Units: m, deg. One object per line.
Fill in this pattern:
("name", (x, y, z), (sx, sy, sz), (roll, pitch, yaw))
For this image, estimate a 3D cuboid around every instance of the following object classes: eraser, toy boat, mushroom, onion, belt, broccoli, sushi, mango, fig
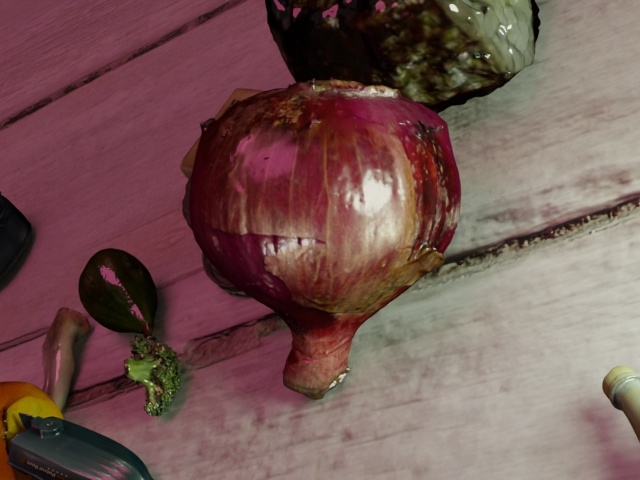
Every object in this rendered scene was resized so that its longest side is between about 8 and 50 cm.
("eraser", (-0.139, -0.160, 1.959), (0.117, 0.058, 0.172), (17, 68, 53))
("toy boat", (-0.304, 0.304, 1.616), (0.246, 0.103, 0.093), (15, 29, 32))
("mushroom", (-0.398, 0.196, 1.874), (0.059, 0.054, 0.202), (-26, 44, 34))
("onion", (0.000, 0.000, 1.482), (0.347, 0.347, 0.386), (12, 101, 51))
("belt", (-0.653, 0.020, 2.255), (0.267, 0.116, 0.206), (-22, 38, 26))
("broccoli", (-0.232, 0.184, 1.674), (0.095, 0.092, 0.097), (20, 98, 54))
("sushi", (0.120, -0.310, 1.649), (0.294, 0.299, 0.281), (-21, 63, 34))
("mango", (-0.487, 0.299, 1.773), (0.257, 0.138, 0.187), (-7, 78, 38))
("fig", (-0.282, 0.091, 1.817), (0.117, 0.117, 0.177), (-49, 54, -6))

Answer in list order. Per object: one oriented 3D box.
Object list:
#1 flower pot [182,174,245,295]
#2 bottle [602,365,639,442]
("flower pot", (-0.103, -0.050, 1.739), (0.235, 0.140, 0.235), (-28, 36, 23))
("bottle", (0.330, 0.194, 1.089), (0.083, 0.083, 0.270), (-41, 32, 6))
